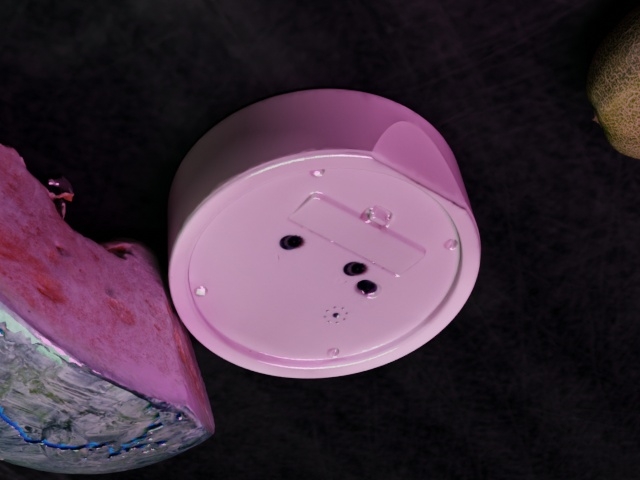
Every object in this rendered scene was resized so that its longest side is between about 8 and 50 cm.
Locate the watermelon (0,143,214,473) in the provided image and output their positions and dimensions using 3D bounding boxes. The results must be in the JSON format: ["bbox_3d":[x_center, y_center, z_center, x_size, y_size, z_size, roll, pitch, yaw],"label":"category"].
[{"bbox_3d":[-0.199,0.066,0.775,0.175,0.188,0.322,-41,122,17],"label":"watermelon"}]

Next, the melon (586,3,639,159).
[{"bbox_3d":[0.229,-0.109,0.740,0.162,0.099,0.099,-33,129,17],"label":"melon"}]

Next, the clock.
[{"bbox_3d":[0.000,0.000,0.827,0.197,0.068,0.197,-5,133,-5],"label":"clock"}]
